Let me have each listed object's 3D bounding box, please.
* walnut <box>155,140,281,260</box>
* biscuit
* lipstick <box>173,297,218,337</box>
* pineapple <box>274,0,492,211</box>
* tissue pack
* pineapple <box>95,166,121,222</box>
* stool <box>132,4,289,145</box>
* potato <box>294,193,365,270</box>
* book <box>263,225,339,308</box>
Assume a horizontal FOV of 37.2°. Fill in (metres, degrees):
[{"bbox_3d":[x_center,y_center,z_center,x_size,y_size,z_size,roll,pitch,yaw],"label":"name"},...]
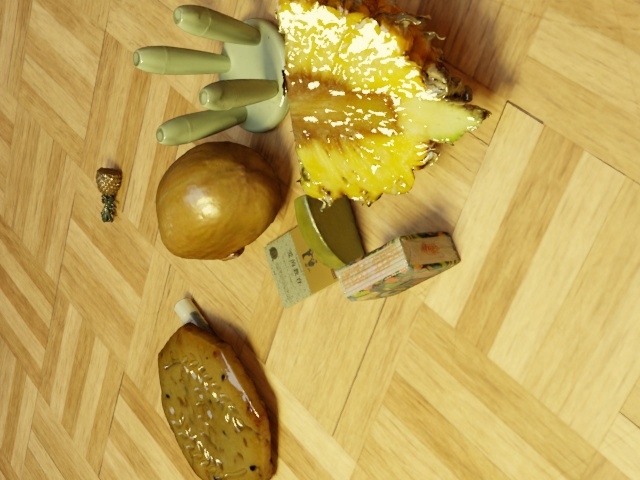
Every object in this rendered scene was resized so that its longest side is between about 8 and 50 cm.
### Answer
[{"bbox_3d":[-0.191,-0.067,1.637,0.298,0.203,0.203,-21,81,51],"label":"walnut"},{"bbox_3d":[-0.208,0.329,1.808,0.359,0.046,0.359,23,123,42],"label":"biscuit"},{"bbox_3d":[-0.234,0.171,1.843,0.141,0.040,0.040,48,129,32],"label":"lipstick"},{"bbox_3d":[0.111,-0.222,1.327,0.286,0.209,0.344,7,131,18],"label":"pineapple"},{"bbox_3d":[0.111,0.039,1.380,0.148,0.108,0.060,-30,72,46],"label":"tissue pack"},{"bbox_3d":[-0.459,-0.093,2.036,0.058,0.058,0.124,34,122,40],"label":"pineapple"},{"bbox_3d":[-0.174,-0.274,1.577,0.195,0.198,0.195,-29,73,48],"label":"stool"},{"bbox_3d":[0.000,0.000,1.479,0.081,0.120,0.149,-22,80,35],"label":"potato"},{"bbox_3d":[-0.029,0.037,1.610,0.172,0.012,0.118,-31,75,47],"label":"book"}]
